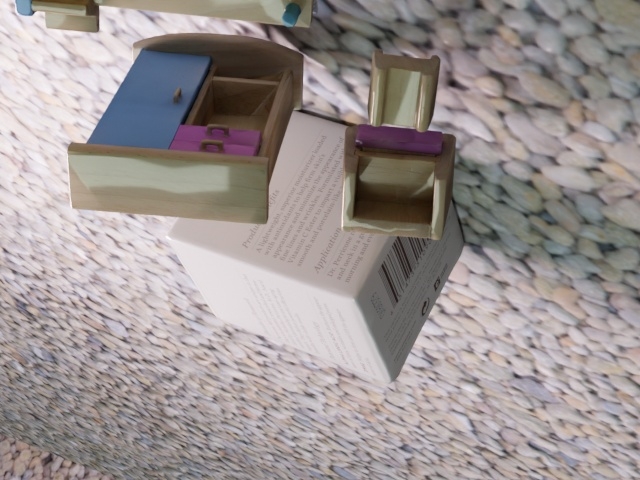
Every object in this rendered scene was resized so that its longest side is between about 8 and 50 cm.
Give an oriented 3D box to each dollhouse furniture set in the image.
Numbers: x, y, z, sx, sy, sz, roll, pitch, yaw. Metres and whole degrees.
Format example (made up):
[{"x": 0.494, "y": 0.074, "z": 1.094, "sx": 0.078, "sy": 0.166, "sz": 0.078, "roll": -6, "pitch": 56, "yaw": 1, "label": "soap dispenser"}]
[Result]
[{"x": -0.041, "y": -0.189, "z": 0.951, "sx": 0.286, "sy": 0.198, "sz": 0.303, "roll": 5, "pitch": 121, "yaw": 5, "label": "dollhouse furniture set"}]

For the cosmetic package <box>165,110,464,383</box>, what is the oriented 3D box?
[{"x": 0.000, "y": 0.000, "z": 1.179, "sx": 0.184, "sy": 0.151, "sz": 0.151, "roll": 19, "pitch": 156, "yaw": 26, "label": "cosmetic package"}]
